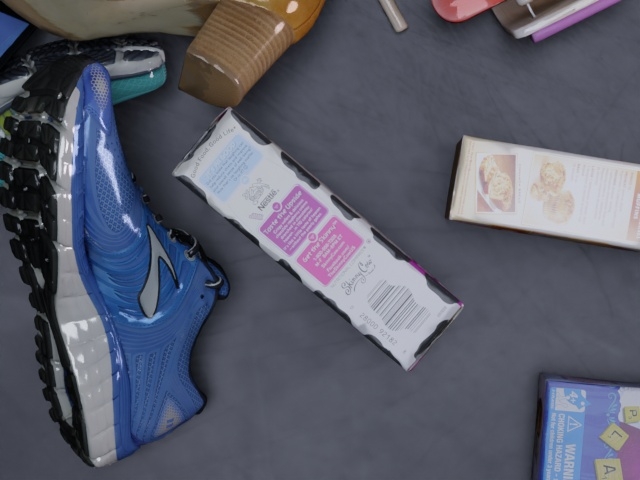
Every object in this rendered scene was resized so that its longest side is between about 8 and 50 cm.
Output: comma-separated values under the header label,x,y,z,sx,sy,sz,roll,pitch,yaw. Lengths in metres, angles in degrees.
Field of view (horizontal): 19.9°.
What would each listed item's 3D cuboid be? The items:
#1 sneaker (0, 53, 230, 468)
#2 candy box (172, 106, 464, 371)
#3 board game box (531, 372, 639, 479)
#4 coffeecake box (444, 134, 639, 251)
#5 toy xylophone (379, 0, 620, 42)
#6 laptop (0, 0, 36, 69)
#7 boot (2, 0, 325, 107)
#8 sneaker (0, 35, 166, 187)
label,x,y,z,sx,sy,sz,roll,pitch,yaw
sneaker,-0.158,0.009,1.438,0.147,0.130,0.330,-17,115,-25
candy box,0.000,0.000,1.428,0.233,0.159,0.071,39,90,1
board game box,0.322,0.278,1.460,0.318,0.066,0.318,4,91,2
coffeecake box,0.195,-0.033,1.428,0.186,0.142,0.068,9,91,2
toy xylophone,0.116,-0.299,1.462,0.236,0.081,0.322,-34,88,2
laptop,-0.320,-0.265,1.452,0.234,0.136,0.264,23,91,2
boot,-0.131,-0.246,1.432,0.295,0.104,0.211,31,57,-2
sneaker,-0.246,-0.088,1.483,0.275,0.107,0.110,-23,108,7
